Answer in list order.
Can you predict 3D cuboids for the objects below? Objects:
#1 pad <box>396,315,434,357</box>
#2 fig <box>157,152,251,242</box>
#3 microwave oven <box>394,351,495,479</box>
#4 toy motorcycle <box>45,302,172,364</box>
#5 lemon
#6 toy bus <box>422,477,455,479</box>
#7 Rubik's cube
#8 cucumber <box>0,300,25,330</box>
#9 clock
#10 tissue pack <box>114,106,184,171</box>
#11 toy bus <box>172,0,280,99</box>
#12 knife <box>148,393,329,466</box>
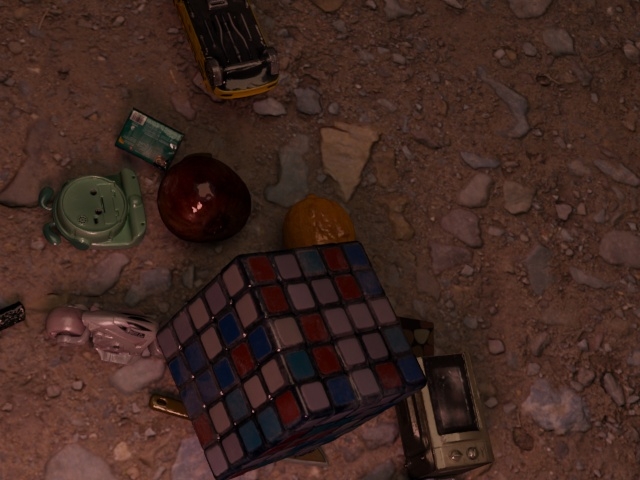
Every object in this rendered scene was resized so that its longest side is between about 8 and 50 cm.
[{"bbox_3d":[0.113,0.214,1.895,0.235,0.003,0.158,11,63,-15],"label":"pad"},{"bbox_3d":[-0.235,-0.098,1.841,0.175,0.175,0.207,-17,58,-25],"label":"fig"},{"bbox_3d":[0.212,0.324,1.784,0.129,0.163,0.204,-3,68,-20],"label":"microwave oven"},{"bbox_3d":[-0.347,0.155,1.700,0.254,0.112,0.112,9,63,-16],"label":"toy motorcycle"},{"bbox_3d":[0.000,0.000,1.877,0.142,0.142,0.187,-6,71,-22],"label":"lemon"},{"bbox_3d":[0.150,0.467,1.747,0.191,0.075,0.064,-1,65,-19],"label":"toy bus"},{"bbox_3d":[-0.052,0.196,1.640,0.292,0.287,0.293,-5,64,-44],"label":"Rubik's cube"},{"bbox_3d":[-0.582,0.149,1.661,0.163,0.039,0.043,-27,56,-30],"label":"cucumber"},{"bbox_3d":[-0.420,-0.053,1.800,0.189,0.060,0.148,-9,70,-22],"label":"clock"},{"bbox_3d":[-0.330,-0.194,1.895,0.111,0.079,0.085,27,92,-6],"label":"tissue pack"},{"bbox_3d":[-0.203,-0.419,1.998,0.144,0.152,0.330,-15,69,-19],"label":"toy bus"},{"bbox_3d":[-0.142,0.344,1.729,0.343,0.027,0.061,19,54,-14],"label":"knife"}]
